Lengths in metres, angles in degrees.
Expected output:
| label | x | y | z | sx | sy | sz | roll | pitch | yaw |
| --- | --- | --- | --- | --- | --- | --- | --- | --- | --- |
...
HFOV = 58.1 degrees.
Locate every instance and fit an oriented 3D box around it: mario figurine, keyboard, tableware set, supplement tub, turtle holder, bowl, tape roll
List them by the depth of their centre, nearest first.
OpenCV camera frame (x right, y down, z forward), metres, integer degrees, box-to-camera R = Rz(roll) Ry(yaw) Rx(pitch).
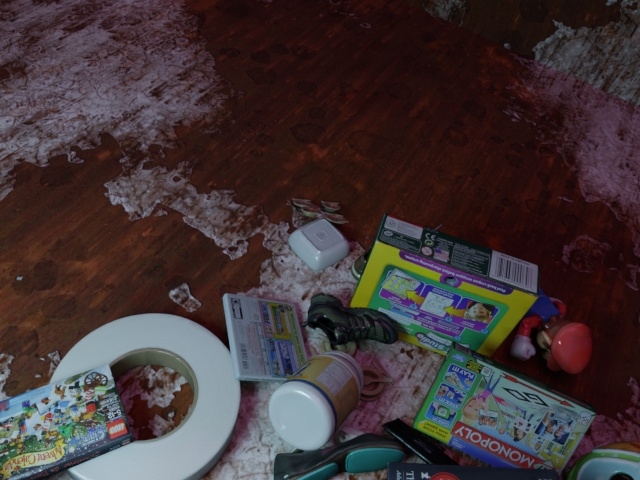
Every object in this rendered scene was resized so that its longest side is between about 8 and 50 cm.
| label | x | y | z | sx | sy | sz | roll | pitch | yaw |
| --- | --- | --- | --- | --- | --- | --- | --- | --- | --- |
| turtle holder | 0.622 | 0.552 | 1.138 | 0.243 | 0.227 | 0.320 | 29 | 50 | 11 |
| tape roll | -0.358 | 0.331 | 1.199 | 0.392 | 0.072 | 0.392 | 6 | 50 | -7 |
| supplement tub | -0.002 | 0.325 | 1.204 | 0.144 | 0.144 | 0.200 | 34 | 26 | 15 |
| keyboard | 0.221 | 0.444 | 1.233 | 0.180 | 0.023 | 0.108 | 32 | 13 | 32 |
| tableware set | 0.079 | 0.287 | 1.356 | 0.128 | 0.039 | 0.194 | -26 | 60 | -30 |
| mario figurine | 0.560 | 0.222 | 1.497 | 0.198 | 0.170 | 0.320 | -35 | 46 | 6 |
| bowl | 0.000 | 0.000 | 1.569 | 0.142 | 0.053 | 0.142 | -26 | 59 | -31 |
| tableware set | 0.000 | -0.087 | 1.623 | 0.141 | 0.020 | 0.168 | 9 | 20 | -17 |

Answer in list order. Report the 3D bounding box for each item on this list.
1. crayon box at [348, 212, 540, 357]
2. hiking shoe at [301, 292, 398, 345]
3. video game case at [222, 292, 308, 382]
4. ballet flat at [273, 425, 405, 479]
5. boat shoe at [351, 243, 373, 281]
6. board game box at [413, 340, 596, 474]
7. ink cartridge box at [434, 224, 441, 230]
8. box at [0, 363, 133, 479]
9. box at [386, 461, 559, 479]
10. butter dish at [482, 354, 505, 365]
| label | x | y | z | sx | sy | sz | roll | pitch | yaw |
| --- | --- | --- | --- | --- | --- | --- | --- | --- | --- |
| crayon box | 0.270 | 0.128 | 1.352 | 0.363 | 0.313 | 0.106 | 19 | 49 | 3 |
| hiking shoe | 0.069 | 0.213 | 1.361 | 0.227 | 0.086 | 0.114 | 19 | 46 | 6 |
| video game case | -0.123 | 0.226 | 1.325 | 0.193 | 0.023 | 0.212 | 13 | 44 | -34 |
| ballet flat | 0.035 | 0.437 | 1.190 | 0.280 | 0.095 | 0.096 | -8 | 41 | -19 |
| boat shoe | 0.198 | 0.026 | 1.564 | 0.257 | 0.095 | 0.095 | -33 | 64 | -33 |
| board game box | 0.389 | 0.380 | 1.245 | 0.317 | 0.213 | 0.046 | 24 | 16 | 7 |
| ink cartridge box | 0.271 | 0.061 | 1.484 | 0.067 | 0.198 | 0.115 | 41 | 54 | 21 |
| box | -0.490 | 0.346 | 1.080 | 0.233 | 0.044 | 0.159 | -18 | 57 | -24 |
| box | 0.271 | 0.592 | 1.012 | 0.312 | 0.179 | 0.343 | 1 | 49 | 5 |
| butter dish | 0.403 | 0.356 | 1.323 | 0.160 | 0.160 | 0.118 | 36 | 76 | 16 |
